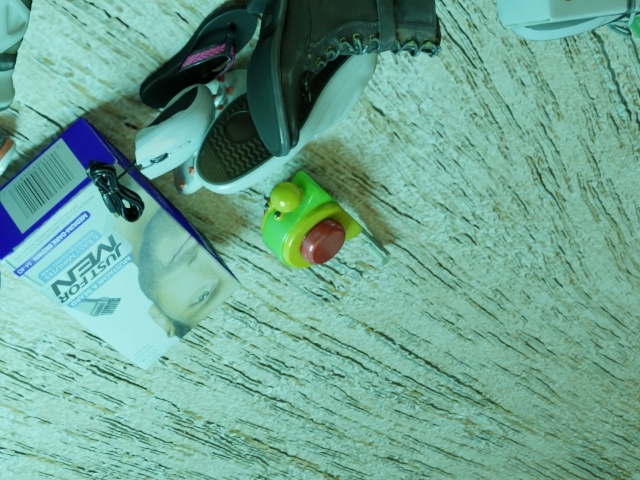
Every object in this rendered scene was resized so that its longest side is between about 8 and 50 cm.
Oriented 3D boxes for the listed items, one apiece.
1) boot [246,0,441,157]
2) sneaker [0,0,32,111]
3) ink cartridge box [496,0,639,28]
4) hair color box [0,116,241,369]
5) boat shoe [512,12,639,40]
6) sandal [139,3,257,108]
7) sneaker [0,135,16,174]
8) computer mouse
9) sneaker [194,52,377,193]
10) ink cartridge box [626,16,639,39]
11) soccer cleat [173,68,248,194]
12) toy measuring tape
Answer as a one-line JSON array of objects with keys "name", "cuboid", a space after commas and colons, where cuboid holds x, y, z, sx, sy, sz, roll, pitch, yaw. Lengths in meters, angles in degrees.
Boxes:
[{"name": "boot", "cuboid": [0.035, -0.226, 1.408, 0.229, 0.263, 0.091, -2, -178, -22]}, {"name": "sneaker", "cuboid": [-0.418, -0.253, 1.092, 0.447, 0.169, 0.257, -12, 127, -62]}, {"name": "ink cartridge box", "cuboid": [0.338, -0.358, 1.416, 0.273, 0.114, 0.197, -11, 99, -18]}, {"name": "hair color box", "cuboid": [-0.263, 0.015, 1.592, 0.185, 0.110, 0.339, -41, 145, 0]}, {"name": "boat shoe", "cuboid": [0.368, -0.318, 1.570, 0.306, 0.113, 0.105, -33, 153, -16]}, {"name": "sandal", "cuboid": [-0.139, -0.209, 1.467, 0.179, 0.040, 0.067, -39, 142, 19]}, {"name": "sneaker", "cuboid": [-0.423, -0.078, 1.469, 0.065, 0.061, 0.158, 34, 118, -19]}, {"name": "computer mouse", "cuboid": [-0.183, -0.109, 1.446, 0.193, 0.042, 0.106, -47, 142, -20]}, {"name": "sneaker", "cuboid": [-0.027, -0.145, 1.498, 0.290, 0.106, 0.123, -45, 154, -14]}, {"name": "ink cartridge box", "cuboid": [0.582, -0.305, 1.624, 0.289, 0.211, 0.121, -42, 139, 21]}, {"name": "soccer cleat", "cuboid": [-0.123, -0.130, 1.556, 0.076, 0.068, 0.196, 5, 132, -38]}, {"name": "toy measuring tape", "cuboid": [0.000, 0.000, 1.755, 0.121, 0.121, 0.330, -32, 152, 10]}]
